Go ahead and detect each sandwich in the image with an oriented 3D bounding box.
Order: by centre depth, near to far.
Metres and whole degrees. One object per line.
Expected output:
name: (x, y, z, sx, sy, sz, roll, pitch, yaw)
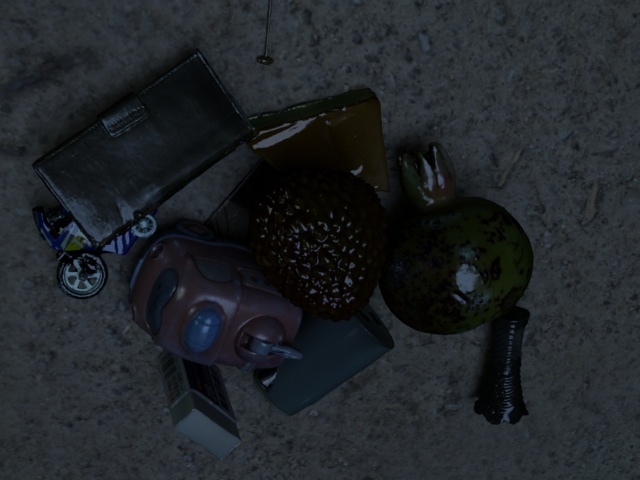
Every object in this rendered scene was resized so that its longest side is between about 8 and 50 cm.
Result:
sandwich: (-0.005, -0.131, 1.534, 0.245, 0.063, 0.212, -16, 119, -11)

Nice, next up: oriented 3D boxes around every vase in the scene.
vase: (0.381, 0.253, 1.842, 0.116, 0.115, 0.237, -6, 112, -16)

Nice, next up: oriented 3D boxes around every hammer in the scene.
hammer: (-0.084, -0.343, 1.433, 0.029, 0.014, 0.122, -5, 114, -27)

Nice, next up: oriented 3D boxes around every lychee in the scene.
lychee: (0.000, 0.000, 1.429, 0.236, 0.271, 0.236, -14, 147, -9)

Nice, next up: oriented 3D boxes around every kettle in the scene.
kettle: (0.009, 0.219, 1.686, 0.243, 0.160, 0.211, -42, 149, 13)

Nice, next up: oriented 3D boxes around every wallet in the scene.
wallet: (-0.266, -0.143, 1.377, 0.317, 0.044, 0.169, -39, 105, -15)

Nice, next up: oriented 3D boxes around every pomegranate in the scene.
pomegranate: (0.211, -0.005, 1.574, 0.285, 0.285, 0.340, -19, 96, -9)

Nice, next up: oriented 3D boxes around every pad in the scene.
pad: (-0.133, 0.032, 1.606, 0.220, 0.004, 0.330, 36, 100, -30)

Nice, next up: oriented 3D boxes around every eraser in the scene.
eraser: (-0.217, 0.280, 1.582, 0.068, 0.210, 0.124, -41, 121, 6)

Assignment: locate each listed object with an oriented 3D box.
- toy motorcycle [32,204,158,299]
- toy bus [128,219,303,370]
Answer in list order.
toy motorcycle: (-0.348, -0.060, 1.430, 0.169, 0.113, 0.315, 36, 91, -20)
toy bus: (-0.167, 0.112, 1.496, 0.294, 0.232, 0.197, 17, 109, -26)
